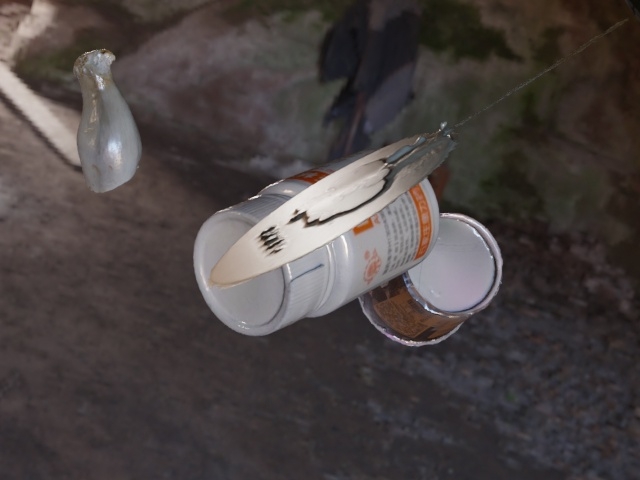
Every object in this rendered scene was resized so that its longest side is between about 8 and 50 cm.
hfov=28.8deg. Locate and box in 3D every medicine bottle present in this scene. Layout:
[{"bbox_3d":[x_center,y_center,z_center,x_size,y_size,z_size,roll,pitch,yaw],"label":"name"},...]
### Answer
[{"bbox_3d":[0.000,0.000,1.251,0.144,0.144,0.252,26,33,30],"label":"medicine bottle"}]

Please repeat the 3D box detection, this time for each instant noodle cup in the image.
[{"bbox_3d":[0.185,0.057,2.061,0.217,0.217,0.207,15,-14,-10],"label":"instant noodle cup"}]

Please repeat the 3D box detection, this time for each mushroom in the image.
[{"bbox_3d":[-0.350,-0.193,2.010,0.116,0.225,0.093,0,12,30],"label":"mushroom"}]

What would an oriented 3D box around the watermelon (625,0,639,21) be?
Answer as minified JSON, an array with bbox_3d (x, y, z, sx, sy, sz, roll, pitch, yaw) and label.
[{"bbox_3d":[0.252,-0.183,0.655,0.212,0.212,0.212,17,13,-4],"label":"watermelon"}]

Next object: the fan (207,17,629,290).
[{"bbox_3d":[0.064,-0.062,0.812,0.009,0.329,0.191,59,-2,-12],"label":"fan"}]
